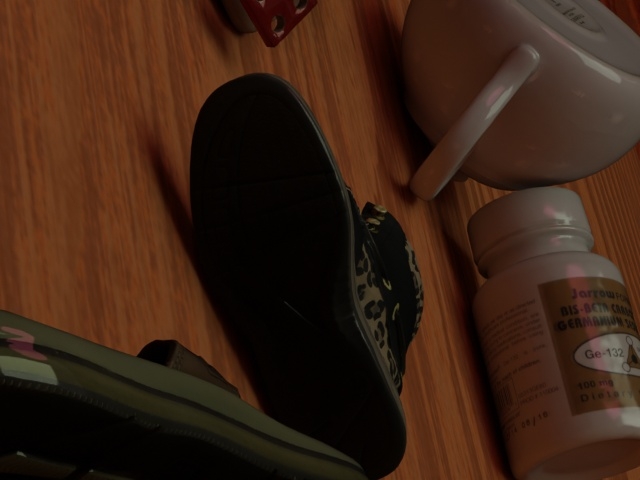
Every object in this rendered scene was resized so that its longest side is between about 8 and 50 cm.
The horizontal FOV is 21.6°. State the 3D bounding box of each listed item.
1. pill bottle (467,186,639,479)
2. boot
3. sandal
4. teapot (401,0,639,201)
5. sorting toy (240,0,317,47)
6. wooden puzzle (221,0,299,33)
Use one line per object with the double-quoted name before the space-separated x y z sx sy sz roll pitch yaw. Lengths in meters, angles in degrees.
"pill bottle" 0.197 0.078 1.394 0.131 0.131 0.229 38 35 -59
"boot" -0.001 0.001 0.965 0.178 0.085 0.236 -67 140 -69
"sandal" -0.072 0.075 0.629 0.303 0.120 0.086 44 17 -54
"teapot" 0.161 -0.127 1.453 0.256 0.187 0.252 18 29 -37
"sorting toy" -0.061 -0.248 1.016 0.132 0.046 0.274 -51 128 -21
"wooden puzzle" -0.007 -0.354 1.131 0.348 0.080 0.322 -36 112 -27
